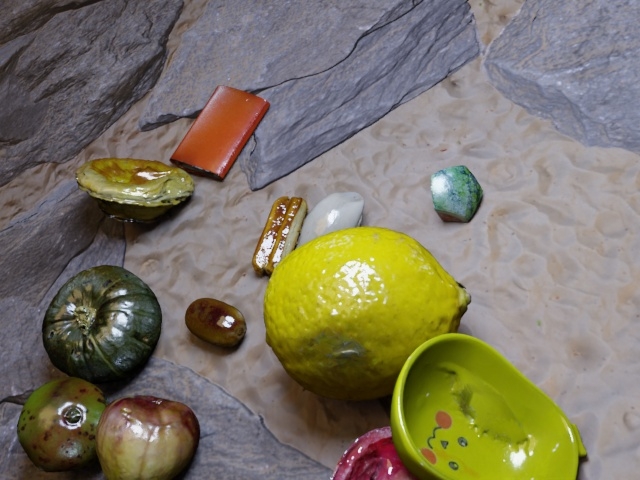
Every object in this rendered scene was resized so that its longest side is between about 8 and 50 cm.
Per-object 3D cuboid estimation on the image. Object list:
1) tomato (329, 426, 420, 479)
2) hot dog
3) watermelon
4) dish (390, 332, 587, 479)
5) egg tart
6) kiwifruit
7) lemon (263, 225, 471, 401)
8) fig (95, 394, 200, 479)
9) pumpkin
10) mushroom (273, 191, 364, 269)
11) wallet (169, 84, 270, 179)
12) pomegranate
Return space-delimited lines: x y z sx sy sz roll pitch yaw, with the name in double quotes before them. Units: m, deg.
"tomato" 0.084 0.349 0.975 0.173 0.099 0.189 -7 62 -23
"hot dog" -0.072 -0.012 1.360 0.071 0.045 0.165 3 61 32
"watermelon" 0.211 -0.075 1.233 0.072 0.092 0.084 -38 23 56
"dish" 0.193 0.255 0.955 0.262 0.108 0.221 35 46 1
"egg tart" -0.374 -0.103 1.518 0.241 0.241 0.106 27 116 39
"kiwifruit" -0.181 0.141 1.300 0.124 0.075 0.075 13 66 32
"lemon" 0.060 0.100 1.080 0.310 0.253 0.253 -14 54 20
"fig" -0.281 0.351 1.167 0.143 0.160 0.231 -43 32 56
"pumpkin" -0.395 0.149 1.357 0.223 0.157 0.224 -7 63 14
"mushroom" -0.001 -0.001 1.284 0.097 0.088 0.212 33 80 28
"wallet" -0.210 -0.226 1.578 0.142 0.045 0.204 20 69 27
"pomegranate" -0.442 0.321 1.283 0.205 0.159 0.159 -29 44 44
